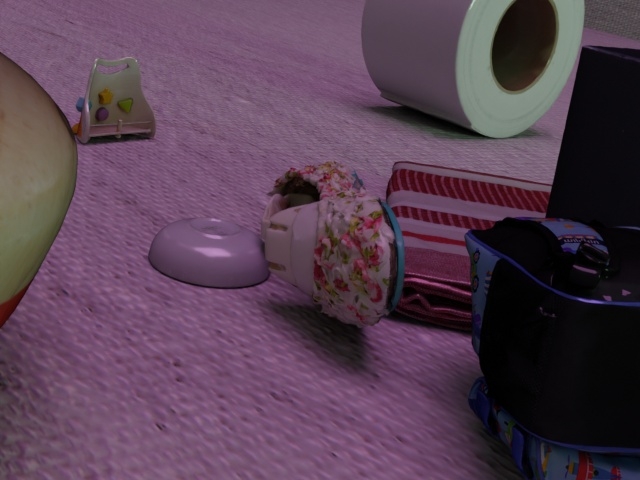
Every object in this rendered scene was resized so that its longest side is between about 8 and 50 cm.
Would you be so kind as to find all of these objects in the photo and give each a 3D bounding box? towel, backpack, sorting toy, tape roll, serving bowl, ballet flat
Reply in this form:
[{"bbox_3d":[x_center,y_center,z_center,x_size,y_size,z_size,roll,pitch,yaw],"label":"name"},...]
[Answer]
[{"bbox_3d":[0.166,0.005,0.779,0.237,0.037,0.329,10,18,2],"label":"towel"},{"bbox_3d":[0.146,0.049,0.509,0.158,0.117,0.173,7,11,-13],"label":"backpack"},{"bbox_3d":[-0.195,-0.134,0.927,0.044,0.075,0.083,24,23,35],"label":"sorting toy"},{"bbox_3d":[0.196,-0.269,1.266,0.246,0.246,0.169,-7,25,-42],"label":"tape roll"},{"bbox_3d":[-0.073,0.003,0.667,0.083,0.027,0.083,10,19,-3],"label":"serving bowl"},{"bbox_3d":[0.000,0.000,0.641,0.077,0.091,0.241,2,10,-5],"label":"ballet flat"}]

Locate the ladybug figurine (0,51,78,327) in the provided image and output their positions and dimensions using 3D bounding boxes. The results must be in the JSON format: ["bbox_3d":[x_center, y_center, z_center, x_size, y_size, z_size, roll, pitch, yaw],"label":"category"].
[{"bbox_3d":[-0.261,-0.018,0.404,0.305,0.162,0.449,7,16,-21],"label":"ladybug figurine"}]

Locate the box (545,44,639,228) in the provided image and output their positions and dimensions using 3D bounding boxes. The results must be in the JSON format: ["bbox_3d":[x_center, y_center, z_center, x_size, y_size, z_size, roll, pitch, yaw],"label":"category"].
[{"bbox_3d":[0.269,-0.044,0.670,0.207,0.153,0.108,-1,20,-29],"label":"box"}]
